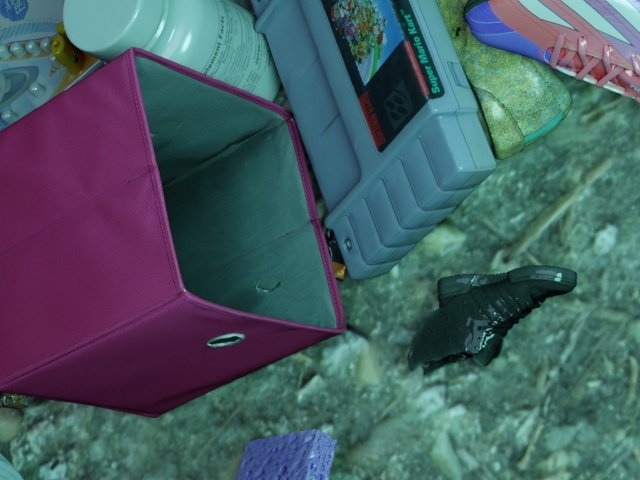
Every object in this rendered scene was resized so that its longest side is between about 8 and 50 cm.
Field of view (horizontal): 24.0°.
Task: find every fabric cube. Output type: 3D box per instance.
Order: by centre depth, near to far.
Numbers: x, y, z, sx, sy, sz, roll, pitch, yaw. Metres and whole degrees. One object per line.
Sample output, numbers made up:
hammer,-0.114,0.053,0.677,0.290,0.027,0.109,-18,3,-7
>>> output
fabric cube,-0.171,0.006,1.471,0.258,0.254,0.259,-26,65,28

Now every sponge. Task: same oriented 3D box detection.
sponge,-0.049,0.284,1.408,0.117,0.031,0.210,-20,49,48

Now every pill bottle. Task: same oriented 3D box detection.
pill bottle,-0.149,-0.204,1.533,0.131,0.229,0.131,-9,72,31

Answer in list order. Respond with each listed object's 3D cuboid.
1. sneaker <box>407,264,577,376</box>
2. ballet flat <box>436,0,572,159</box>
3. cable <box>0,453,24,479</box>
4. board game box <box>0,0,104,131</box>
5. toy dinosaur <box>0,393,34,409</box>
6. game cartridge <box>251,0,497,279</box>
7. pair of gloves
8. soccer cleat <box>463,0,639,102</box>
sneaker,0.157,0.075,1.373,0.170,0.051,0.089,-7,74,36
ballet flat,0.137,-0.233,1.438,0.123,0.123,0.349,-35,61,21
cable,-0.416,0.314,1.558,0.089,0.257,0.257,28,72,30
board game box,-0.446,-0.218,1.749,0.390,0.050,0.390,-39,48,4
toy dinosaur,-0.385,0.036,1.704,0.218,0.164,0.322,-12,52,15
game cartridge,0.036,-0.169,1.431,0.230,0.068,0.355,-52,53,55
pair of gloves,0.000,0.000,1.516,0.083,0.010,0.074,9,82,34
soccer cleat,0.277,-0.163,1.280,0.318,0.108,0.116,4,81,11
